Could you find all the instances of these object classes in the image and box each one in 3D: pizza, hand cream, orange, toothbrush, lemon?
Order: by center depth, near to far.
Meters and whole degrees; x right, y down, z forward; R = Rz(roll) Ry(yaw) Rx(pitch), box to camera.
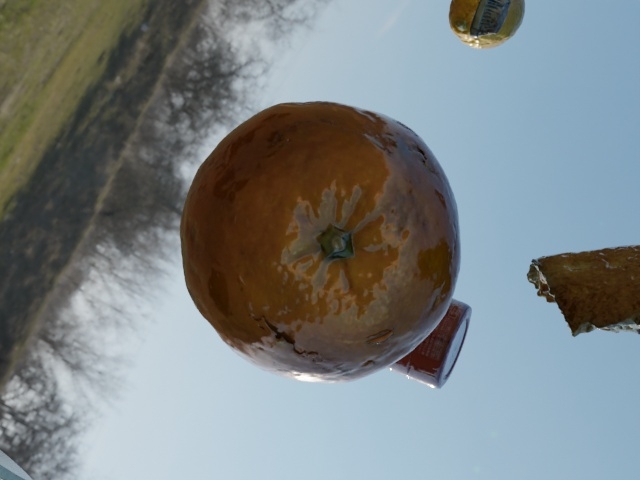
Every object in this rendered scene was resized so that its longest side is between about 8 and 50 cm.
[{"bbox_3d":[0.298,0.044,0.746,0.271,0.056,0.134,-4,-150,36],"label":"pizza"},{"bbox_3d":[0.208,-0.322,0.848,0.294,0.028,0.026,-67,156,-17],"label":"toothbrush"},{"bbox_3d":[0.000,0.000,0.852,0.283,0.284,0.226,-60,-170,-8],"label":"orange"},{"bbox_3d":[0.319,-0.442,1.648,0.187,0.142,0.142,-38,-179,-41],"label":"lemon"},{"bbox_3d":[0.221,0.198,1.743,0.193,0.125,0.193,-52,154,-38],"label":"hand cream"}]

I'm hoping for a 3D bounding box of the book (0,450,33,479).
[{"bbox_3d":[-0.332,0.166,0.760,0.016,0.138,0.198,-49,158,-20],"label":"book"}]
